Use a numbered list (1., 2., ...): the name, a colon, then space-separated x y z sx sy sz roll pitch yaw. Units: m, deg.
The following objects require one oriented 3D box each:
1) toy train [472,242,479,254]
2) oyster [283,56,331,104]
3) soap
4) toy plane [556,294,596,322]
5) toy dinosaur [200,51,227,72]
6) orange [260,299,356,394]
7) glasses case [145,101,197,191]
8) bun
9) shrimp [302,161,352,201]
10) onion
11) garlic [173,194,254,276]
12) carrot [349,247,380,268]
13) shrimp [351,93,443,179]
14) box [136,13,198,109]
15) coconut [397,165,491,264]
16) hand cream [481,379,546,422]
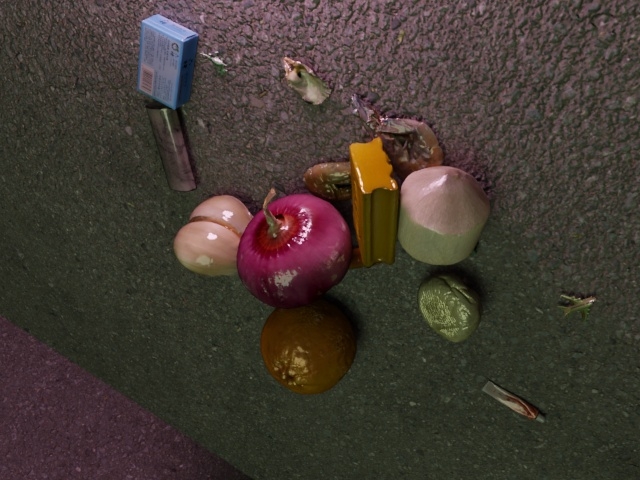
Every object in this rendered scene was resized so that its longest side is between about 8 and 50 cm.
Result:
1. toy train: 0.403 0.002 1.643 0.103 0.044 0.064 52 141 -13
2. oyster: -0.039 -0.427 1.570 0.146 0.045 0.122 11 125 13
3. soap: 0.142 -0.095 1.557 0.096 0.204 0.324 -9 141 -1
4. toy plane: 0.716 0.181 1.597 0.102 0.040 0.111 43 132 -8
5. toy dinosaur: -0.306 -0.517 1.671 0.083 0.021 0.062 12 141 20
6. orange: -0.050 0.369 1.992 0.340 0.293 0.341 16 129 21
7. glasses case: -0.488 -0.304 1.900 0.114 0.060 0.299 11 127 26
8. bun: 0.394 0.186 1.717 0.220 0.134 0.220 41 148 34
9. shrimp: 0.069 -0.176 1.686 0.267 0.061 0.145 -15 124 32
10. onion: -0.100 0.015 1.708 0.345 0.358 0.358 38 135 -21
11. garlic: -0.340 -0.012 1.895 0.313 0.286 0.249 27 166 21
12. carrot: 0.116 0.057 1.825 0.225 0.067 0.067 -13 116 38
13. shrimp: 0.206 -0.281 1.534 0.317 0.062 0.164 45 128 -13
14. box: -0.456 -0.525 1.707 0.142 0.083 0.232 28 131 9
15. coconut: 0.316 -0.075 1.490 0.237 0.237 0.266 18 144 17
16. hand cream: 0.643 0.536 1.908 0.216 0.038 0.052 29 105 13
